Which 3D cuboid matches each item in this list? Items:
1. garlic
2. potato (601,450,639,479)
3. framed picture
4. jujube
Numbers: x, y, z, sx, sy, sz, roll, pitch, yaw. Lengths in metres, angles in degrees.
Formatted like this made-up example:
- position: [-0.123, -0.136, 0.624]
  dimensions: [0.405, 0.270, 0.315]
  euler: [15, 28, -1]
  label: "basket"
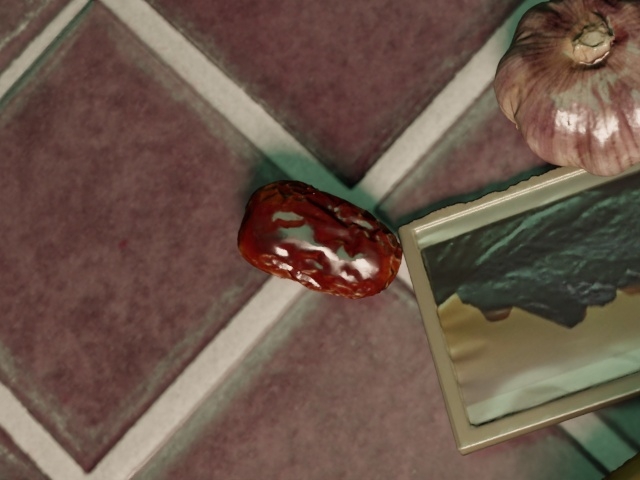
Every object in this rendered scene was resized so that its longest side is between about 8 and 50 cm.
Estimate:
- position: [0.204, -0.122, 1.260]
  dimensions: [0.159, 0.102, 0.147]
  euler: [35, 87, 27]
  label: "garlic"
- position: [0.271, 0.226, 1.120]
  dimensions: [0.289, 0.301, 0.237]
  euler: [24, 65, -19]
  label: "potato"
- position: [0.202, 0.030, 1.266]
  dimensions: [0.265, 0.018, 0.192]
  euler: [-21, 65, 10]
  label: "framed picture"
- position: [0.000, 0.000, 1.309]
  dimensions: [0.129, 0.077, 0.077]
  euler: [20, 84, 12]
  label: "jujube"
